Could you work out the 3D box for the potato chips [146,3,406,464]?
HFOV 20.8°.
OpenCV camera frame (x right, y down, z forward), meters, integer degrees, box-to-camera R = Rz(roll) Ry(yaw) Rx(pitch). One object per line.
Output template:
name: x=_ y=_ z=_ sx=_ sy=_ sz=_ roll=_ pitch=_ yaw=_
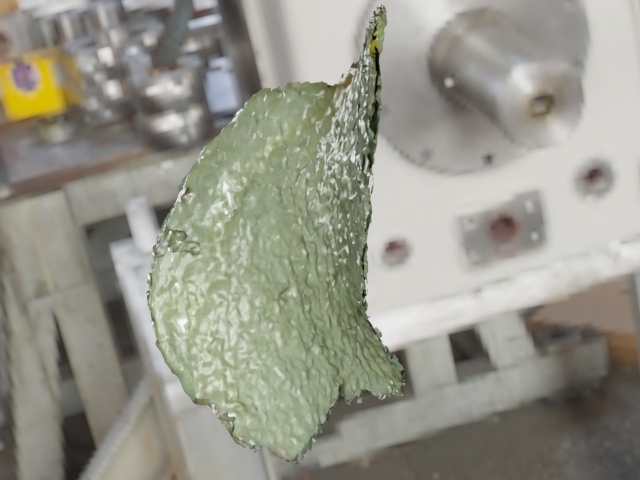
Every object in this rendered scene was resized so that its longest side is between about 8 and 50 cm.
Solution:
potato chips: x=-0.006 y=-0.001 z=0.793 sx=0.059 sy=0.167 sz=0.228 roll=-4 pitch=-24 yaw=-36
